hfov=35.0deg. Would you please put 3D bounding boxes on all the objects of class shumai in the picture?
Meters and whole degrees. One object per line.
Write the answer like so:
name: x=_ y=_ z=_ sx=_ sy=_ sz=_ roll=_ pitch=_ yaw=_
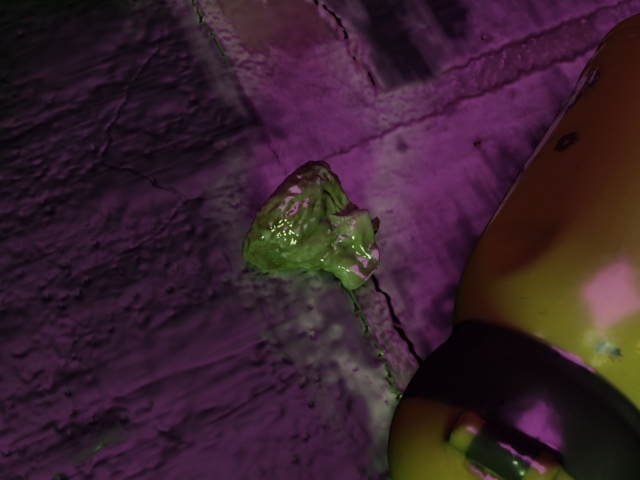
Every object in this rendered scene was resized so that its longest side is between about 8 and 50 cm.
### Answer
shumai: x=0.000 y=0.000 z=0.668 sx=0.080 sy=0.082 sz=0.083 roll=41 pitch=94 yaw=10

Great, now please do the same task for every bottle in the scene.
bottle: x=0.168 y=0.035 z=0.618 sx=0.171 sy=0.171 sz=0.351 roll=34 pitch=71 yaw=8
